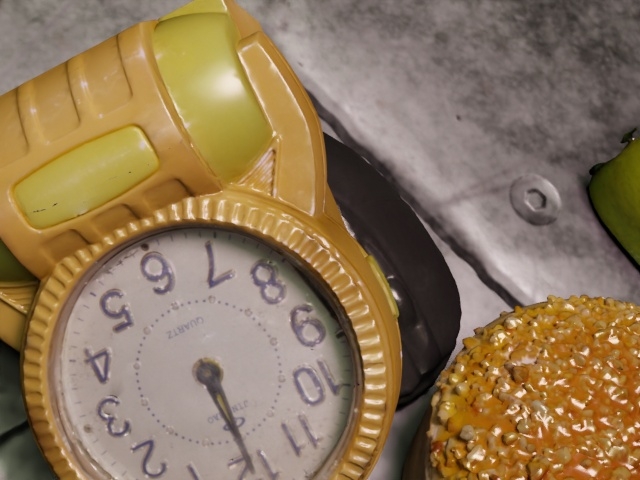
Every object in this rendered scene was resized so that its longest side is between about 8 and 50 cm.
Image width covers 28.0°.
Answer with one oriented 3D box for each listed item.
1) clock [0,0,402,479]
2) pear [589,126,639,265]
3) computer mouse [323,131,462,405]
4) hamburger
[{"bbox_3d":[-0.078,0.032,0.807,0.244,0.200,0.317,-26,91,13],"label":"clock"},{"bbox_3d":[0.416,-0.025,1.055,0.286,0.176,0.282,-27,80,-27],"label":"pear"},{"bbox_3d":[0.000,0.000,0.941,0.270,0.086,0.137,47,60,4],"label":"computer mouse"},{"bbox_3d":[0.199,0.179,0.879,0.302,0.170,0.302,9,63,-17],"label":"hamburger"}]
